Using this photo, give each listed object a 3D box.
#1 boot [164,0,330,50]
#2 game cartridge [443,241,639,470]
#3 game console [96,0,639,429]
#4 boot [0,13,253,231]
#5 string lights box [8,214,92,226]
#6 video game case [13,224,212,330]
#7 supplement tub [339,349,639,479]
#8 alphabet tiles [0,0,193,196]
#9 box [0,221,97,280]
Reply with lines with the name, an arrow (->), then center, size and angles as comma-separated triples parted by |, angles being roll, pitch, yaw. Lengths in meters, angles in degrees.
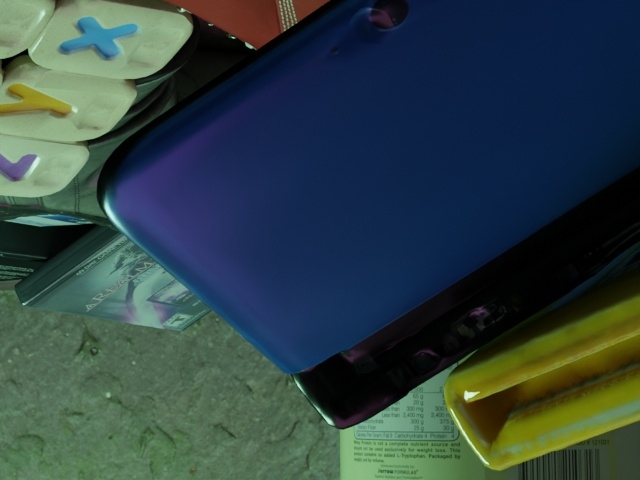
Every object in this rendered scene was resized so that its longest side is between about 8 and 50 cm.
boot -> -0.040, -0.110, 0.658 | 0.176, 0.088, 0.244 | 0, 166, -3
game cartridge -> 0.234, -0.035, 0.680 | 0.285, 0.052, 0.324 | -29, -174, 43
game console -> 0.078, -0.076, 0.648 | 0.293, 0.173, 0.250 | -32, -161, 9
boot -> -0.095, -0.077, 0.891 | 0.338, 0.118, 0.223 | -7, 167, -20
string lights box -> -0.126, -0.058, 1.194 | 0.260, 0.077, 0.133 | -3, 175, 20
video game case -> -0.121, 0.012, 1.440 | 0.196, 0.026, 0.274 | -35, 161, 16
supplement tub -> 0.127, 0.057, 1.129 | 0.235, 0.325, 0.235 | -1, 174, 0
alphabet tiles -> -0.211, -0.078, 0.712 | 0.278, 0.021, 0.284 | 4, 150, -34
box -> -0.296, -0.024, 1.402 | 0.184, 0.103, 0.261 | -2, 174, 27
